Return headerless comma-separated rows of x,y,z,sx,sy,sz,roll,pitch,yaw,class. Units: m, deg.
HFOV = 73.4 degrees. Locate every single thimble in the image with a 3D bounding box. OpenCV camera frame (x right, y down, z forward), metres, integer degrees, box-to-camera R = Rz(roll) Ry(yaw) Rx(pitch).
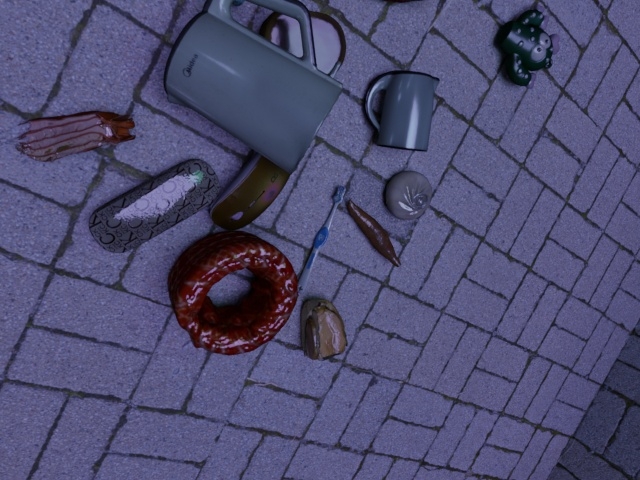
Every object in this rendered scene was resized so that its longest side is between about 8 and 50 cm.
-0.249,0.146,1.233,0.351,0.231,0.349,-8,109,-24,thimble

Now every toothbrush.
0.001,0.000,1.419,0.040,0.040,0.385,18,100,-28,toothbrush

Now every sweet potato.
0.188,-0.031,1.477,0.072,0.066,0.314,-44,115,-15,sweet potato

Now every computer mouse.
-0.188,-0.155,1.236,0.310,0.072,0.158,-50,150,-3,computer mouse

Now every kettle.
-0.140,-0.407,1.044,0.377,0.250,0.361,30,112,-7,kettle
0.246,-0.411,1.351,0.222,0.161,0.236,8,103,5,kettle

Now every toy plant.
0.734,-0.678,1.508,0.232,0.112,0.243,-43,112,-2,toy plant

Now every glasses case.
-0.440,-0.096,1.156,0.355,0.085,0.137,-33,118,-14,glasses case

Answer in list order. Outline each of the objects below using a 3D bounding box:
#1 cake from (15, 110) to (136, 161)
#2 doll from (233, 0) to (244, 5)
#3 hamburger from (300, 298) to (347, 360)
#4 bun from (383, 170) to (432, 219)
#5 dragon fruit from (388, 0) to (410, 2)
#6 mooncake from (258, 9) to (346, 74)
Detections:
-0.591,-0.260,1.048,0.288,0.135,0.098,-8,115,-2,cake
-0.201,-0.696,1.105,0.159,0.059,0.158,30,92,-27,doll
0.006,0.290,1.470,0.155,0.135,0.207,-15,97,-37,hamburger
0.312,-0.151,1.467,0.173,0.120,0.172,-8,110,-24,bun
0.240,-0.811,1.237,0.317,0.152,0.204,5,85,-12,dragon fruit
-0.053,-0.517,1.193,0.235,0.117,0.234,-8,114,-18,mooncake
